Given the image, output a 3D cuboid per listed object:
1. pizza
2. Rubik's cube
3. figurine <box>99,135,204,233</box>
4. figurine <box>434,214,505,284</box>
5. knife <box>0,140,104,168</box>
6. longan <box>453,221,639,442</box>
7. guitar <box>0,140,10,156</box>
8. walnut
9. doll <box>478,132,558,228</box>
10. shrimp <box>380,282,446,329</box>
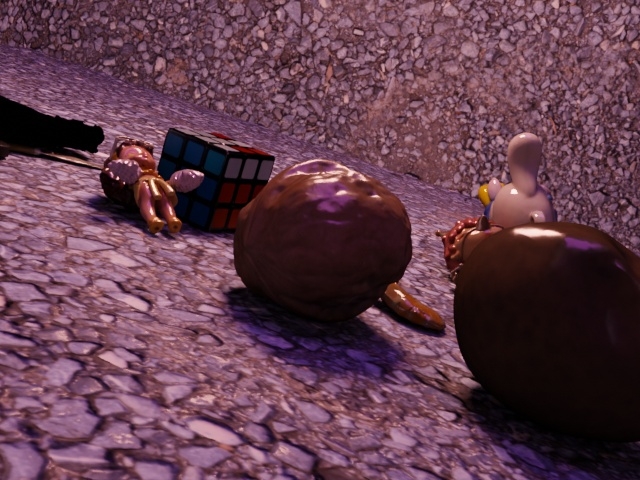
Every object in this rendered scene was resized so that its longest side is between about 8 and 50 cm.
[{"bbox_3d":[-0.666,-0.262,1.851,0.392,0.080,0.435,15,9,-7],"label":"pizza"},{"bbox_3d":[-0.212,-0.117,1.679,0.162,0.160,0.163,25,14,30],"label":"Rubik's cube"},{"bbox_3d":[-0.317,-0.098,1.558,0.175,0.115,0.240,5,22,-37],"label":"figurine"},{"bbox_3d":[0.348,0.022,1.826,0.207,0.166,0.387,-15,21,-8],"label":"figurine"},{"bbox_3d":[-0.578,-0.183,1.803,0.298,0.017,0.047,11,7,-28],"label":"knife"},{"bbox_3d":[0.337,0.124,1.143,0.350,0.288,0.288,33,16,18],"label":"longan"},{"bbox_3d":[-0.703,-0.188,1.624,0.088,0.025,0.233,24,13,41],"label":"guitar"},{"bbox_3d":[0.002,0.001,1.291,0.273,0.227,0.273,13,16,-4],"label":"walnut"},{"bbox_3d":[0.470,-0.026,2.009,0.187,0.376,0.365,11,-8,-2],"label":"doll"},{"bbox_3d":[0.139,0.102,1.472,0.101,0.042,0.190,18,14,-48],"label":"shrimp"}]
